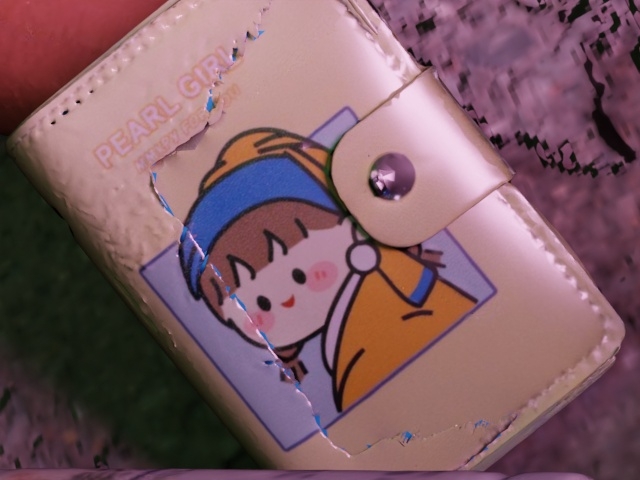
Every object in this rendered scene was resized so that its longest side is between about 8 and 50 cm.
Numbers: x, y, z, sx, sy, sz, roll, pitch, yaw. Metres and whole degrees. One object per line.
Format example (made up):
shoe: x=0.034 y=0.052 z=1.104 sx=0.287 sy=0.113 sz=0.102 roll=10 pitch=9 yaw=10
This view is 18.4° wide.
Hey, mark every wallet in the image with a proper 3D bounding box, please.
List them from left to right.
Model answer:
wallet: x=0.000 y=0.000 z=0.549 sx=0.110 sy=0.039 sz=0.155 roll=-39 pitch=92 yaw=6

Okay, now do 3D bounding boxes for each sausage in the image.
sausage: x=-0.083 y=-0.060 z=0.617 sx=0.154 sy=0.062 sz=0.062 roll=16 pitch=81 yaw=24

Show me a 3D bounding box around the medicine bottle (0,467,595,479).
medicine bottle: x=-0.054 y=0.133 z=0.502 sx=0.254 sy=0.152 sz=0.152 roll=-2 pitch=74 yaw=20
